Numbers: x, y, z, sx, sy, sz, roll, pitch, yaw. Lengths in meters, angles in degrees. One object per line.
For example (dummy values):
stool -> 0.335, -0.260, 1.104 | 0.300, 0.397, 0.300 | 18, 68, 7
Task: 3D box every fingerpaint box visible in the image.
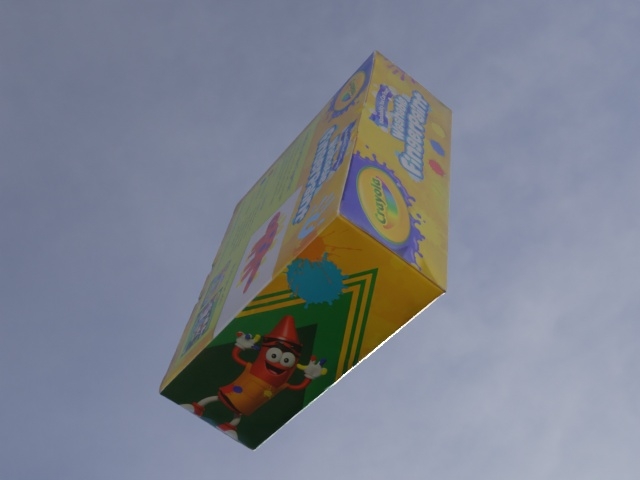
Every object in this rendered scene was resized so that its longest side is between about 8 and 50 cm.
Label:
fingerpaint box -> 0.000, 0.000, 1.139 | 0.163, 0.444, 0.371 | 36, -58, -15
